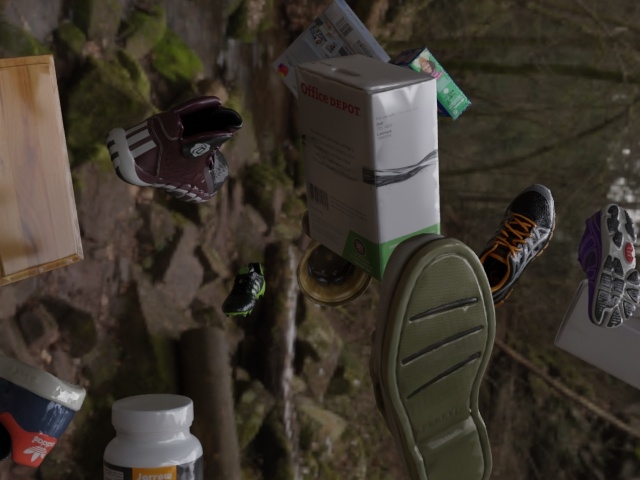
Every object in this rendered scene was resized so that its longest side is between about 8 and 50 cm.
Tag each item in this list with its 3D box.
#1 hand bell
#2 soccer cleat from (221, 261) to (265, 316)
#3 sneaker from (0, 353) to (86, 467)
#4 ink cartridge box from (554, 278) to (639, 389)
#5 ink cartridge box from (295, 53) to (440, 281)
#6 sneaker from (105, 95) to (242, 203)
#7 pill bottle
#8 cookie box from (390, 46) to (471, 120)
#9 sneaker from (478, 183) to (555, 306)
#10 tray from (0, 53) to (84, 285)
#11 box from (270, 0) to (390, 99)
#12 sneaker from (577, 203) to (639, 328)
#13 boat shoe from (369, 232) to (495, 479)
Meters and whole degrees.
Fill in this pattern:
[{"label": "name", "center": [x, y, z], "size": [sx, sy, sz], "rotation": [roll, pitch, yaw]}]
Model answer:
[{"label": "hand bell", "center": [0.000, 0.000, 1.497], "size": [0.242, 0.126, 0.126], "rotation": [-116, -158, -62]}, {"label": "soccer cleat", "center": [-0.141, 0.088, 1.596], "size": [0.179, 0.060, 0.072], "rotation": [-55, 141, -73]}, {"label": "sneaker", "center": [-0.503, 0.240, 1.311], "size": [0.131, 0.350, 0.148], "rotation": [38, 69, -43]}, {"label": "ink cartridge box", "center": [0.502, 0.142, 1.359], "size": [0.273, 0.198, 0.114], "rotation": [-3, 117, -60]}, {"label": "ink cartridge box", "center": [0.054, -0.088, 0.991], "size": [0.160, 0.093, 0.219], "rotation": [34, -45, 52]}, {"label": "sneaker", "center": [-0.162, -0.132, 1.253], "size": [0.106, 0.162, 0.281], "rotation": [68, 20, 7]}, {"label": "pill bottle", "center": [-0.274, 0.403, 1.445], "size": [0.162, 0.162, 0.278], "rotation": [-15, 105, -78]}, {"label": "cookie box", "center": [0.156, -0.225, 1.271], "size": [0.040, 0.107, 0.092], "rotation": [-46, -163, -5]}, {"label": "sneaker", "center": [0.301, 0.010, 1.381], "size": [0.215, 0.084, 0.083], "rotation": [-64, 155, 4]}, {"label": "tray", "center": [-0.579, -0.137, 1.671], "size": [0.203, 0.076, 0.411], "rotation": [-22, 113, -49]}, {"label": "box", "center": [0.016, -0.327, 1.609], "size": [0.145, 0.186, 0.038], "rotation": [51, 34, 0]}, {"label": "sneaker", "center": [0.363, 0.037, 1.124], "size": [0.071, 0.068, 0.170], "rotation": [-36, -146, 55]}, {"label": "boat shoe", "center": [0.090, 0.114, 0.807], "size": [0.103, 0.113, 0.302], "rotation": [-132, -151, -51]}]
